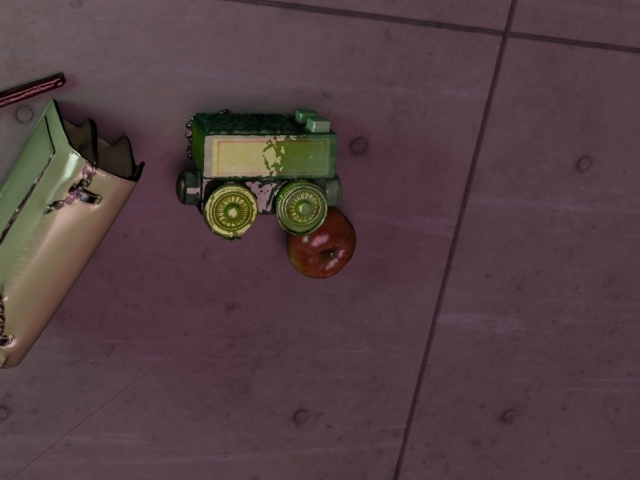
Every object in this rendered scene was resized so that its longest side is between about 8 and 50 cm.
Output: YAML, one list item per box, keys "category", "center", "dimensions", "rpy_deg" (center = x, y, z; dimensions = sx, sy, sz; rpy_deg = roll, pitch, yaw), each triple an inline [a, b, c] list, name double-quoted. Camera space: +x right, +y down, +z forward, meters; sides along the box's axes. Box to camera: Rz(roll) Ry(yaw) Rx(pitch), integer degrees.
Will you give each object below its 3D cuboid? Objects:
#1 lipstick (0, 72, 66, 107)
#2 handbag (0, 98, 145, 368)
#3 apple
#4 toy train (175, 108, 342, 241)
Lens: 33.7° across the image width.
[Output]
- category: "lipstick"
  center: [-0.475, -0.220, 1.617]
  dimensions: [0.176, 0.027, 0.027]
  rpy_deg: [-20, 119, -8]
- category: "handbag"
  center: [-0.424, -0.007, 1.613]
  dimensions: [0.160, 0.237, 0.358]
  rpy_deg: [29, 104, -24]
- category: "apple"
  center: [-0.003, 0.001, 1.817]
  dimensions: [0.126, 0.102, 0.126]
  rpy_deg: [-13, 125, -20]
- category: "toy train"
  center: [-0.096, -0.111, 1.709]
  dimensions: [0.272, 0.159, 0.188]
  rpy_deg: [-1, 109, -16]
